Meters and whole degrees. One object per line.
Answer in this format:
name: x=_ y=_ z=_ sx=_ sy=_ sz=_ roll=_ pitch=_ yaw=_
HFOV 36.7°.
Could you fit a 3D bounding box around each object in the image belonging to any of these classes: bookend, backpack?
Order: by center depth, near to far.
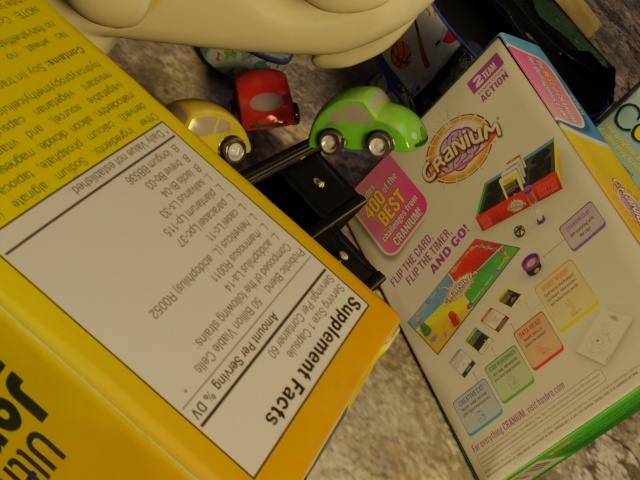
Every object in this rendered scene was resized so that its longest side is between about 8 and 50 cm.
bookend: x=0.000 y=0.000 z=0.837 sx=0.157 sy=0.072 sz=0.156 roll=48 pitch=34 yaw=6
backpack: x=-0.071 y=-0.217 z=0.988 sx=0.105 sy=0.084 sz=0.114 roll=24 pitch=41 yaw=-22
backpack: x=0.173 y=-0.199 z=1.104 sx=0.263 sy=0.213 sz=0.276 roll=58 pitch=32 yaw=7

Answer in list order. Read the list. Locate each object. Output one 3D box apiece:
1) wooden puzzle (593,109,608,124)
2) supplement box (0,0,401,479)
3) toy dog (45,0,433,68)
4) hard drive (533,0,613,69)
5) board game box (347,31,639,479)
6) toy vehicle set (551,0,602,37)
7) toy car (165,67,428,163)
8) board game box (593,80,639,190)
wooden puzzle: x=0.491 y=-0.098 z=1.466 sx=0.239 sy=0.044 sz=0.221 roll=36 pitch=34 yaw=-18
supplement box: x=-0.168 y=0.028 z=0.532 sx=0.356 sy=0.195 sz=0.194 roll=42 pitch=35 yaw=0
toy dog: x=-0.128 y=-0.248 z=0.707 sx=0.395 sy=0.408 sz=0.284 roll=63 pitch=14 yaw=-72
hard drive: x=0.301 y=-0.313 z=1.481 sx=0.237 sy=0.064 sz=0.339 roll=51 pitch=36 yaw=12
board game box: x=0.166 y=0.018 z=0.836 sx=0.064 sy=0.242 sz=0.316 roll=5 pitch=50 yaw=-44
toy vehicle set: x=0.379 y=-0.480 z=1.700 sx=0.166 sy=0.035 sz=0.267 roll=20 pitch=32 yaw=-55
toy car: x=-0.019 y=-0.107 z=0.822 sx=0.225 sy=0.053 sz=0.239 roll=5 pitch=22 yaw=22
board game box: x=0.337 y=-0.068 z=1.041 sx=0.144 sy=0.275 sz=0.142 roll=47 pitch=54 yaw=5
